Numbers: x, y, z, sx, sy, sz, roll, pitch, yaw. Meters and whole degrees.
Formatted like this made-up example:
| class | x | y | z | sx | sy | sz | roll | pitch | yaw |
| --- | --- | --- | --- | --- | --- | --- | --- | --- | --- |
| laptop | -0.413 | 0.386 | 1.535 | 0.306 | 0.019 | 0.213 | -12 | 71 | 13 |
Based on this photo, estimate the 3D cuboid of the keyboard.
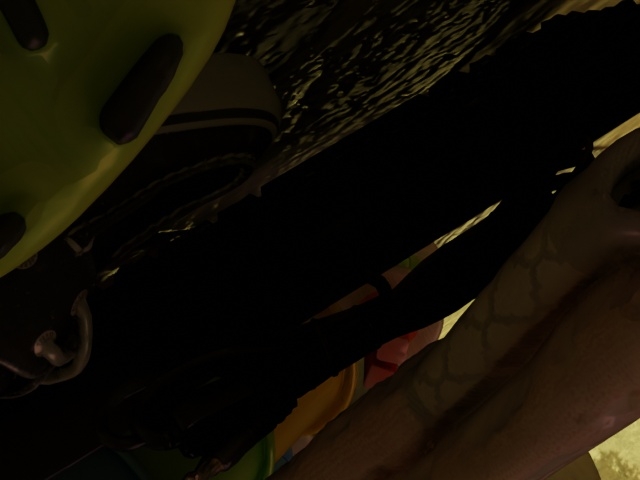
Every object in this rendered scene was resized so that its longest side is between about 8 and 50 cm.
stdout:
| class | x | y | z | sx | sy | sz | roll | pitch | yaw |
| --- | --- | --- | --- | --- | --- | --- | --- | --- | --- |
| keyboard | 0.000 | 0.000 | 0.552 | 0.317 | 0.033 | 0.201 | -32 | -162 | -15 |

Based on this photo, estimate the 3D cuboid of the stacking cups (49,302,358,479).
| class | x | y | z | sx | sy | sz | roll | pitch | yaw |
| --- | --- | --- | --- | --- | --- | --- | --- | --- | --- |
| stacking cups | -0.095 | 0.109 | 0.575 | 0.096 | 0.096 | 0.316 | -41 | -178 | 39 |

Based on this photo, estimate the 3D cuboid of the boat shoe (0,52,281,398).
| class | x | y | z | sx | sy | sz | roll | pitch | yaw |
| --- | --- | --- | --- | --- | --- | --- | --- | --- | --- |
| boat shoe | -0.100 | 0.015 | 0.481 | 0.219 | 0.070 | 0.078 | -26 | 166 | -18 |

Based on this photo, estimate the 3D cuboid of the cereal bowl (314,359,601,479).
| class | x | y | z | sx | sy | sz | roll | pitch | yaw |
| --- | --- | --- | --- | --- | --- | --- | --- | --- | --- |
| cereal bowl | 0.003 | 0.212 | 1.009 | 0.339 | 0.339 | 0.141 | -37 | 129 | 27 |

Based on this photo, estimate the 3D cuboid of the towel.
| class | x | y | z | sx | sy | sz | roll | pitch | yaw |
| --- | --- | --- | --- | --- | --- | --- | --- | --- | --- |
| towel | 0.120 | 0.014 | 0.530 | 0.331 | 0.053 | 0.317 | -25 | 166 | -33 |

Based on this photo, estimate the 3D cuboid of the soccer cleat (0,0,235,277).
| class | x | y | z | sx | sy | sz | roll | pitch | yaw |
| --- | --- | --- | --- | --- | --- | --- | --- | --- | --- |
| soccer cleat | -0.141 | -0.001 | 0.358 | 0.289 | 0.093 | 0.121 | -37 | -164 | 10 |

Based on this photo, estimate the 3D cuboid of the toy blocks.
| class | x | y | z | sx | sy | sz | roll | pitch | yaw |
| --- | --- | --- | --- | --- | --- | --- | --- | --- | --- |
| toy blocks | 0.003 | 0.064 | 0.782 | 0.123 | 0.054 | 0.148 | -35 | -164 | 20 |
